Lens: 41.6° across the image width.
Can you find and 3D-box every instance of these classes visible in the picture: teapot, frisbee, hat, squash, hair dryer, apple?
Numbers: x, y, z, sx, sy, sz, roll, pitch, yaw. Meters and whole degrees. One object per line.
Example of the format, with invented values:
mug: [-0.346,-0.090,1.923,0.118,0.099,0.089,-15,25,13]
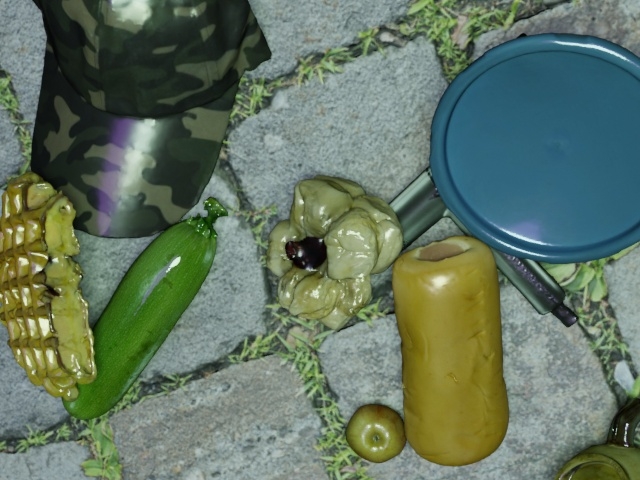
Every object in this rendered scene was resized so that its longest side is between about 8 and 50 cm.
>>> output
teapot: [0.397,0.342,1.073,0.183,0.173,0.269,30,72,-29]
frisbee: [0.268,-0.102,0.959,0.290,0.049,0.289,11,126,16]
hat: [-0.275,-0.207,1.105,0.367,0.257,0.381,13,79,9]
squash: [-0.248,0.100,1.173,0.101,0.101,0.378,38,99,4]
hair dryer: [0.265,-0.057,1.097,0.284,0.155,0.320,32,113,-15]
apple: [0.076,0.264,1.147,0.084,0.071,0.083,1,96,9]

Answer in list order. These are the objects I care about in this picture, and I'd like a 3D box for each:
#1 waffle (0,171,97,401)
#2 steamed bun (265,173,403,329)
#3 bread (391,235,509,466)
waffle: [-0.379,0.061,1.136,0.309,0.065,0.283,46,129,32]
steamed bun: [0.000,0.000,1.092,0.177,0.106,0.192,-50,49,22]
bread: [0.168,0.149,1.075,0.142,0.091,0.305,-12,111,-8]
